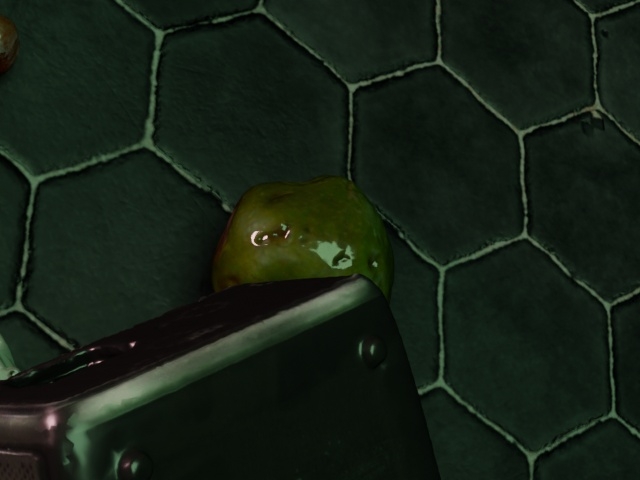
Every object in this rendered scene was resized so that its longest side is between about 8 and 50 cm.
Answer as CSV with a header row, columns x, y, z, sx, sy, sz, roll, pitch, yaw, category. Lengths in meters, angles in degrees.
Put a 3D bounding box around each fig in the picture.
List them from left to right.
x,y,z,sx,sy,sz,roll,pitch,yaw,category
0.000,0.000,1.460,0.206,0.206,0.275,41,36,-8,fig

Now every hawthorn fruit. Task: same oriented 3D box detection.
x,y,z,sx,sy,sz,roll,pitch,yaw,category
-0.358,-0.197,1.399,0.067,0.067,0.103,9,70,-24,hawthorn fruit

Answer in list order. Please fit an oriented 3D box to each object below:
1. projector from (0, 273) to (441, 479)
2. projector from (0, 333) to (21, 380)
x,y,z,sx,sy,sz,roll,pitch,yaw,category
-0.086,0.276,1.188,0.395,0.242,0.405,-22,100,-42,projector
-0.348,0.206,1.236,0.192,0.099,0.256,-32,89,-33,projector
